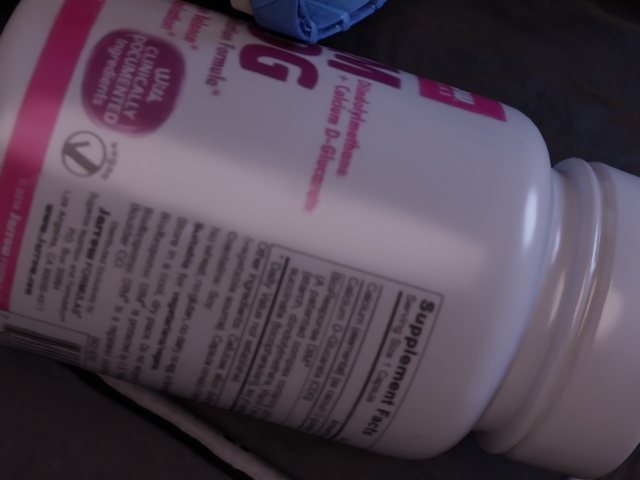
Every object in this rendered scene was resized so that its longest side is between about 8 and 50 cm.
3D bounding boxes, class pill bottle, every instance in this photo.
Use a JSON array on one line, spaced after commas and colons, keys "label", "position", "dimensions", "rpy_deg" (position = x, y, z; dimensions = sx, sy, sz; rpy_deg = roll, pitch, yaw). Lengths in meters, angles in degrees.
[{"label": "pill bottle", "position": [0.000, 0.000, 0.499], "dimensions": [0.283, 0.160, 0.160], "rpy_deg": [17, 80, -6]}]

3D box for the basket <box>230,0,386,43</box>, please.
[{"label": "basket", "position": [0.047, -0.192, 0.475], "dimensions": [0.289, 0.201, 0.255], "rpy_deg": [20, 37, 22]}]
